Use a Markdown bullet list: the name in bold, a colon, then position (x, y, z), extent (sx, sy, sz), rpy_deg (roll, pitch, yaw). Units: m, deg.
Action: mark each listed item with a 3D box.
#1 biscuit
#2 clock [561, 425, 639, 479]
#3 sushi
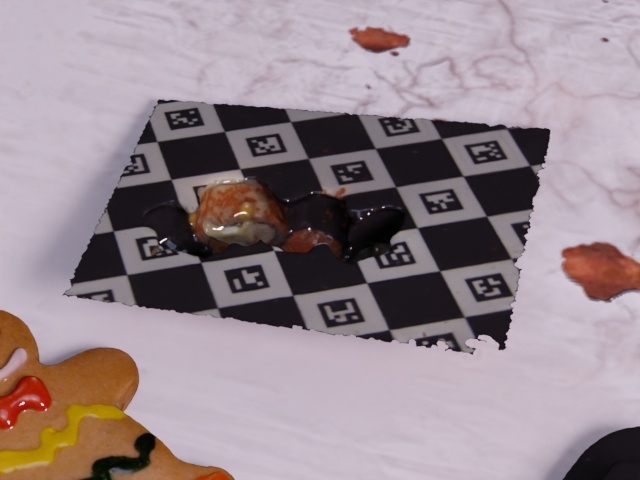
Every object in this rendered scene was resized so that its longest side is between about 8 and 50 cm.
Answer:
- **biscuit**: position (-0.177, 0.125, 1.203), extent (0.165, 0.036, 0.250), rpy_deg (-31, 56, -24)
- **clock**: position (0.200, 0.209, 1.035), extent (0.273, 0.049, 0.279), rpy_deg (4, 42, 44)
- **sushi**: position (0.000, 0.000, 1.295), extent (0.290, 0.050, 0.264), rpy_deg (6, 37, 9)
